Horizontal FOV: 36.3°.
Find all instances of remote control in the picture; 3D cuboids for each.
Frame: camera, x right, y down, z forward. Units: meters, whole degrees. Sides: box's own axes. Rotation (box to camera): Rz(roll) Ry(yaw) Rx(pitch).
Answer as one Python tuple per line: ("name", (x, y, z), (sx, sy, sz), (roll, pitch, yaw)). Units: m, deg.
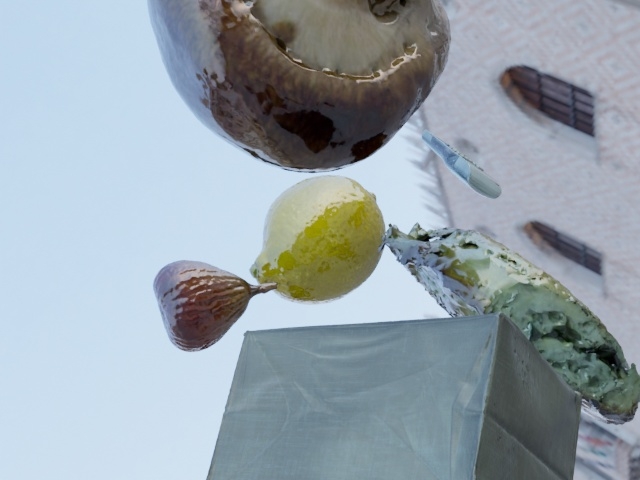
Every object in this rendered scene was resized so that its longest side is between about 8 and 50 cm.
("remote control", (0.190, -0.106, 1.350), (0.065, 0.166, 0.029), (28, -77, -28))

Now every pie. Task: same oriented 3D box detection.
("pie", (0.230, 0.088, 1.132), (0.103, 0.355, 0.288), (-51, 9, 2))

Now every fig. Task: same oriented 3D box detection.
("fig", (-0.140, 0.086, 1.247), (0.119, 0.153, 0.119), (4, -90, -81))

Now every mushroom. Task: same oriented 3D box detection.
("mushroom", (-0.007, -0.246, 0.980), (0.345, 0.345, 0.259), (-22, -19, -43))

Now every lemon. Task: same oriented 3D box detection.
("lemon", (0.000, 0.000, 1.430), (0.244, 0.187, 0.186), (-36, -39, -34))

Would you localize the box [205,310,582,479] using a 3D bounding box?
("box", (0.055, 0.159, 0.741), (0.149, 0.231, 0.155), (42, -127, -42))
